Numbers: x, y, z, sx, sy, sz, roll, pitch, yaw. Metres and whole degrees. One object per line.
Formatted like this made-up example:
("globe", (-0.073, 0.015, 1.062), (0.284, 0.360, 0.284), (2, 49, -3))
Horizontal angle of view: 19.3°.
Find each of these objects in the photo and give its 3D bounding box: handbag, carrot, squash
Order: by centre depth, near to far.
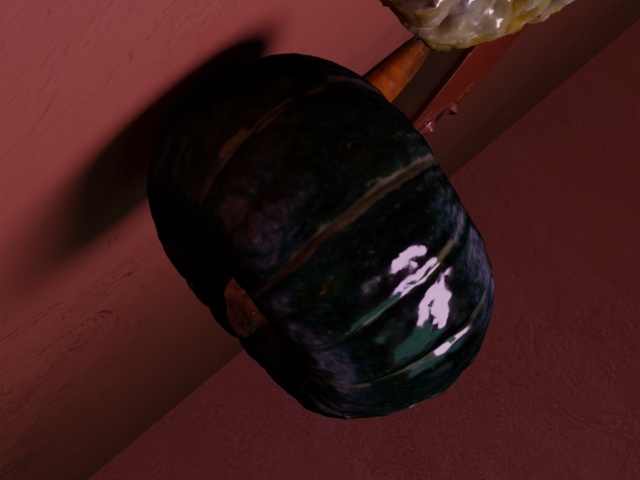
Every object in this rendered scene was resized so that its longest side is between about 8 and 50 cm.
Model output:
("squash", (0.000, 0.000, 1.230), (0.165, 0.252, 0.252), (-33, 173, -14))
("carrot", (0.009, -0.095, 1.639), (0.256, 0.061, 0.061), (-48, 178, -23))
("handbag", (0.127, -0.173, 1.758), (0.127, 0.063, 0.190), (-37, 170, -41))

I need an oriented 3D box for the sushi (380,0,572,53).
("sushi", (0.106, -0.198, 0.947), (0.184, 0.139, 0.274), (-45, 170, 26))
